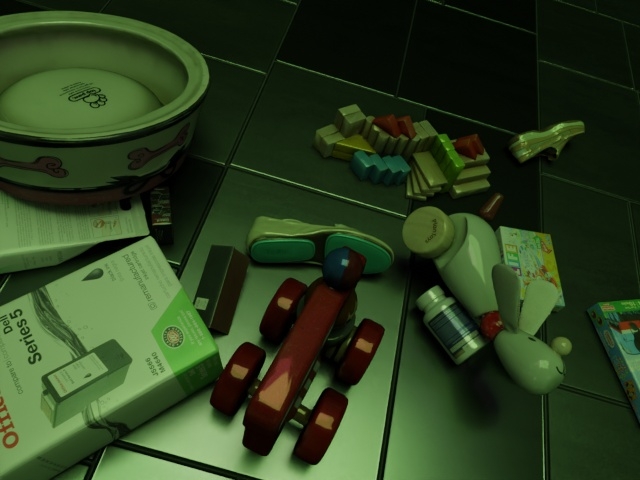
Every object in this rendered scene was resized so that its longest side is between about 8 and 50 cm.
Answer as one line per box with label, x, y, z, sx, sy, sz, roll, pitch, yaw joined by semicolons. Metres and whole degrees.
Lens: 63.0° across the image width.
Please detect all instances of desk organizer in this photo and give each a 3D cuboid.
desk organizer;-0.156;0.076;0.812;0.047;0.050;0.130;3;68;29

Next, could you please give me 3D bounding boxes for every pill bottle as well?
pill bottle;0.210;0.134;0.848;0.067;0.067;0.120;-26;67;-26

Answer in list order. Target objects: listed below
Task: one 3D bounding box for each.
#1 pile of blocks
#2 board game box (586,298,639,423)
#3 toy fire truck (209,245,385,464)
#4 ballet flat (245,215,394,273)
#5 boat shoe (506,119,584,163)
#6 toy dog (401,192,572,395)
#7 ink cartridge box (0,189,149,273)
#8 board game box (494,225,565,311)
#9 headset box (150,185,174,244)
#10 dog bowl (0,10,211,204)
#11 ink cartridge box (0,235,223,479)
pile of blocks;0.171;-0.174;1.009;0.363;0.112;0.148;9;56;-7
board game box;0.581;0.204;0.904;0.160;0.039;0.211;-3;59;-15
toy fire truck;-0.011;0.133;0.686;0.170;0.253;0.302;29;57;6
ballet flat;0.000;0.000;0.885;0.249;0.086;0.086;7;57;-7
boat shoe;0.501;-0.208;1.142;0.190;0.068;0.072;-18;75;-11
toy dog;0.283;0.053;0.810;0.333;0.161;0.220;52;23;20
ink cartridge box;-0.409;-0.052;0.844;0.225;0.056;0.180;-8;60;-26
board game box;0.383;0.051;0.965;0.104;0.026;0.154;8;57;-7
headset box;-0.259;-0.037;0.855;0.032;0.062;0.083;-4;60;-14
dog bowl;-0.388;-0.218;0.848;0.409;0.150;0.407;7;43;-7
ink cartridge box;-0.295;0.150;0.681;0.273;0.114;0.198;-29;67;-20
